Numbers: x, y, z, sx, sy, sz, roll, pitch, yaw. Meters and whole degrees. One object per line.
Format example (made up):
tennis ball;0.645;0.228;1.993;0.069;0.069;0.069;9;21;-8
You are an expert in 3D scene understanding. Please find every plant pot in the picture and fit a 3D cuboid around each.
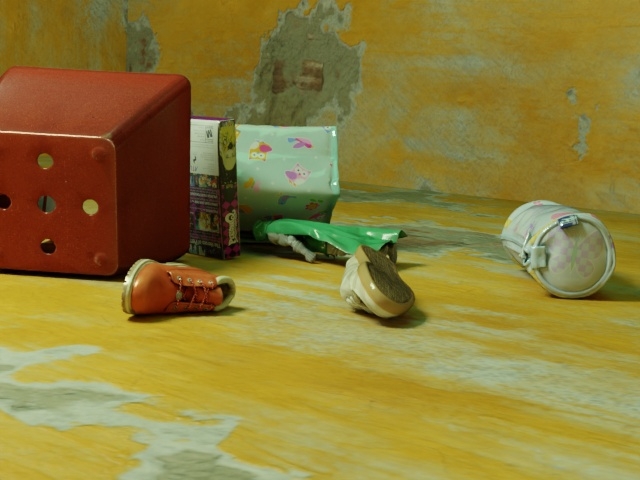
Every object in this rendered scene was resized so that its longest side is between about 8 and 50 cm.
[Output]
plant pot;-0.328;-0.078;1.503;0.268;0.267;0.235;4;18;4

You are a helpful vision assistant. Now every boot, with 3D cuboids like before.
boot;-0.154;0.054;1.230;0.085;0.059;0.158;11;8;22

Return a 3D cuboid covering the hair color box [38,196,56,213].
hair color box;-0.416;-0.046;1.728;0.043;0.071;0.141;3;-10;8

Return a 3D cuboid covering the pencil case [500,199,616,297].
pencil case;0.333;0.008;1.596;0.124;0.113;0.273;-16;6;4

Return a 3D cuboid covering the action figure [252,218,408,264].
action figure;0.000;0.000;1.707;0.232;0.063;0.137;11;11;25

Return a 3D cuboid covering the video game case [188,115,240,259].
video game case;-0.219;-0.088;1.726;0.232;0.210;0.042;8;15;41

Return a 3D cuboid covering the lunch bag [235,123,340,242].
lunch bag;-0.091;-0.074;1.869;0.224;0.160;0.262;2;-26;-9

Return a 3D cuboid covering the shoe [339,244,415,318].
shoe;0.063;0.059;1.322;0.077;0.058;0.219;34;9;-6
